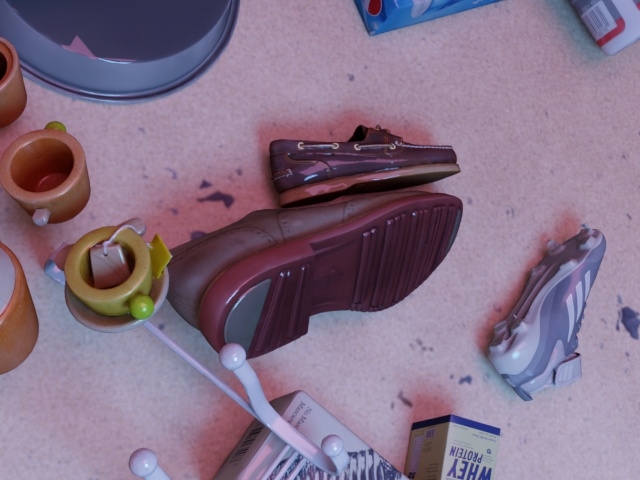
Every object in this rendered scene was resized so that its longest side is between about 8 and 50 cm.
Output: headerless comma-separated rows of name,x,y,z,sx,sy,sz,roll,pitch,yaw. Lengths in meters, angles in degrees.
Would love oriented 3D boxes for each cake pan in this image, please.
cake pan,-0.209,-0.279,1.070,0.293,0.054,0.293,7,72,-22

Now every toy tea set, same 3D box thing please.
toy tea set,-0.274,-0.045,0.882,0.200,0.124,0.336,-31,63,-13

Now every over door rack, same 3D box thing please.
over door rack,-0.172,0.163,0.864,0.324,0.108,0.239,34,63,13

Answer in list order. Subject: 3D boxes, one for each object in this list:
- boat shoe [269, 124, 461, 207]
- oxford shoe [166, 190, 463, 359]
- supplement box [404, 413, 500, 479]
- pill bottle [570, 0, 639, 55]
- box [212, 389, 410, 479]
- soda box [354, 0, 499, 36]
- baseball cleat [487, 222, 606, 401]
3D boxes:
boat shoe,0.047,-0.084,1.112,0.207,0.073,0.073,-8,80,-26
oxford shoe,0.000,0.000,1.043,0.348,0.123,0.130,-15,37,-43
supplement box,0.124,0.218,1.049,0.056,0.083,0.083,18,69,-17
pill bottle,0.329,-0.375,1.275,0.161,0.161,0.283,-32,89,-28
box,0.040,0.265,0.992,0.275,0.094,0.113,39,63,-8
soda box,0.140,-0.293,1.217,0.210,0.071,0.067,-21,84,-28
baseball cleat,0.255,0.082,1.167,0.206,0.072,0.109,-47,109,-23
